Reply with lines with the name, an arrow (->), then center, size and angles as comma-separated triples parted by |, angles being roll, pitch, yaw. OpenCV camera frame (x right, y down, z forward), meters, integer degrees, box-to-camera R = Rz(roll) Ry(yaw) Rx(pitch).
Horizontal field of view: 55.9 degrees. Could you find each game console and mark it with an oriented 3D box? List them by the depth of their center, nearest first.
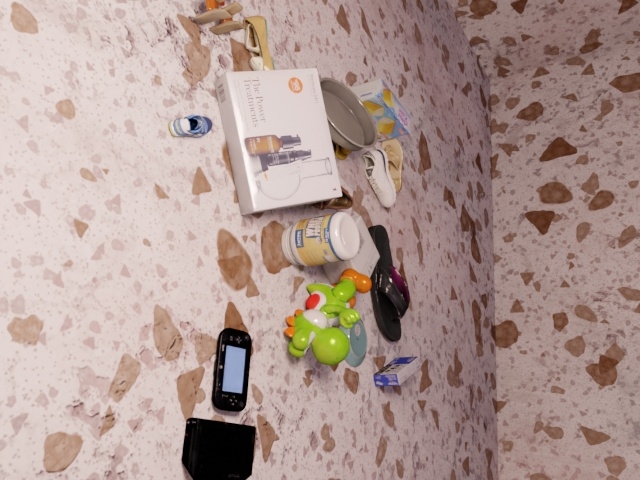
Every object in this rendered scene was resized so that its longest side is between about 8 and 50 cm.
game console -> -0.230, 0.390, 1.455 | 0.213, 0.044, 0.361 | 31, 55, -51

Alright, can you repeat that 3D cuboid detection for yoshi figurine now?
yoshi figurine -> 0.045, 0.249, 1.806 | 0.362, 0.203, 0.203 | -46, 127, -50

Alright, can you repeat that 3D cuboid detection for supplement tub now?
supplement tub -> 0.000, 0.000, 1.792 | 0.144, 0.200, 0.144 | 26, 59, -54

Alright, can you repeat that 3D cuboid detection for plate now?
plate -> 0.121, 0.336, 2.058 | 0.188, 0.024, 0.188 | 22, 63, -53

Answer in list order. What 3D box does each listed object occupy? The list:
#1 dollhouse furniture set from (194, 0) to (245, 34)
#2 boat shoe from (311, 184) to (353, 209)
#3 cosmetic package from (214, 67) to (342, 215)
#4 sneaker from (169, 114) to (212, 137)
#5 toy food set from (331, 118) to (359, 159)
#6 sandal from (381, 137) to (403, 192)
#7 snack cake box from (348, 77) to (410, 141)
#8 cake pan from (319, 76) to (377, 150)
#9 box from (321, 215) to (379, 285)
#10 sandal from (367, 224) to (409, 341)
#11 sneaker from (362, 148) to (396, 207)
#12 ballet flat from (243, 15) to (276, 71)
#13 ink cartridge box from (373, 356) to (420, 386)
dollhouse furniture set -> -0.321, -0.707, 1.592 | 0.259, 0.135, 0.261 | 9, 73, -69
boat shoe -> -0.003, -0.158, 1.876 | 0.342, 0.123, 0.123 | 23, 94, -59
cosmetic package -> -0.113, -0.279, 1.680 | 0.285, 0.097, 0.377 | -13, 92, -32
sneaker -> -0.310, -0.287, 1.510 | 0.144, 0.059, 0.053 | -30, 105, -58
toy food set -> 0.099, -0.401, 2.196 | 0.128, 0.071, 0.217 | 38, 50, -47
sandal -> 0.288, -0.313, 2.462 | 0.079, 0.088, 0.239 | -13, 97, -65
snack cake box -> 0.229, -0.505, 2.363 | 0.264, 0.152, 0.089 | 37, 51, -47
cake pan -> 0.078, -0.428, 2.080 | 0.293, 0.054, 0.293 | 30, 42, -31
box -> 0.092, 0.046, 2.005 | 0.181, 0.119, 0.181 | 63, 35, -26
sandal -> 0.259, 0.158, 2.255 | 0.168, 0.107, 0.445 | -6, 86, -59
sneaker -> 0.222, -0.237, 2.354 | 0.095, 0.090, 0.235 | -23, 97, -45
ballet flat -> -0.187, -0.555, 1.799 | 0.073, 0.080, 0.232 | -7, 84, -31
ink cartridge box -> 0.281, 0.477, 2.205 | 0.207, 0.097, 0.046 | -14, 93, -58
